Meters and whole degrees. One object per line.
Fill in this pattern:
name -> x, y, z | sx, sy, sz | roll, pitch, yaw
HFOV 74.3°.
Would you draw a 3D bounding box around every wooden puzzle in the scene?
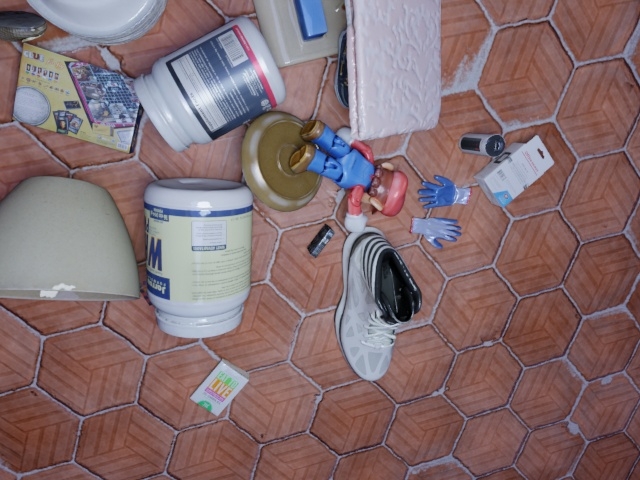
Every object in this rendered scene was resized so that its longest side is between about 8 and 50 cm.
wooden puzzle -> -0.432, 0.137, 1.092 | 0.049, 0.006, 0.083 | -25, 108, -2
wooden puzzle -> 0.017, -0.586, 0.930 | 0.347, 0.080, 0.322 | -16, 108, -5

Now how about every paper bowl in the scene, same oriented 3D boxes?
paper bowl -> -0.452, -0.547, 0.824 | 0.284, 0.148, 0.285 | -2, 106, -8

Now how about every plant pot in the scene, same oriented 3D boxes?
plant pot -> -0.076, -0.185, 0.986 | 0.236, 0.032, 0.237 | 0, 90, -41

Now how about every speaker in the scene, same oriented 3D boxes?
speaker -> 0.405, -0.243, 1.066 | 0.055, 0.136, 0.055 | -3, 107, -9

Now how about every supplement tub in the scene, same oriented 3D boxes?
supplement tub -> -0.228, -0.327, 0.901 | 0.272, 0.191, 0.191 | -29, 108, -1
supplement tub -> -0.276, 0.031, 0.970 | 0.235, 0.235, 0.325 | 1, 105, -10

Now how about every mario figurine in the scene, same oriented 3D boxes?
mario figurine -> 0.070, -0.150, 1.038 | 0.320, 0.170, 0.198 | 29, 108, -26

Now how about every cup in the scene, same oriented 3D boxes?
cup -> -0.552, 0.002, 0.897 | 0.330, 0.331, 0.237 | 2, 79, -11

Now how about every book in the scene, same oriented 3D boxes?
book -> -0.282, 0.410, 1.185 | 0.096, 0.035, 0.144 | 38, 97, -14

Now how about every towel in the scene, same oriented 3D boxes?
towel -> 0.168, -0.395, 0.931 | 0.331, 0.053, 0.317 | -22, 114, -43

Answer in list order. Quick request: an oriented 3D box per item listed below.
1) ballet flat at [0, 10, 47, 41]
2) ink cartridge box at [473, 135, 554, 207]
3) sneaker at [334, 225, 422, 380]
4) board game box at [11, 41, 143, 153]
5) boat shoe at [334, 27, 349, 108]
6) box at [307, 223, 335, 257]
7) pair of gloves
ballet flat -> -0.657, -0.418, 0.842 | 0.249, 0.084, 0.058 | 5, 133, 7
ink cartridge box -> 0.522, -0.189, 1.142 | 0.180, 0.060, 0.104 | -40, 108, 3
sneaker -> 0.140, 0.208, 1.082 | 0.169, 0.257, 0.448 | -6, 107, -9
board game box -> -0.526, -0.308, 0.932 | 0.243, 0.042, 0.165 | 16, 102, -14
boat shoe -> 0.073, -0.378, 0.966 | 0.065, 0.083, 0.183 | -13, 133, -10
box -> 0.000, 0.000, 1.099 | 0.018, 0.067, 0.083 | 35, 96, -17
pair of gloves -> 0.330, -0.075, 1.160 | 0.159, 0.023, 0.198 | 7, 103, -12
